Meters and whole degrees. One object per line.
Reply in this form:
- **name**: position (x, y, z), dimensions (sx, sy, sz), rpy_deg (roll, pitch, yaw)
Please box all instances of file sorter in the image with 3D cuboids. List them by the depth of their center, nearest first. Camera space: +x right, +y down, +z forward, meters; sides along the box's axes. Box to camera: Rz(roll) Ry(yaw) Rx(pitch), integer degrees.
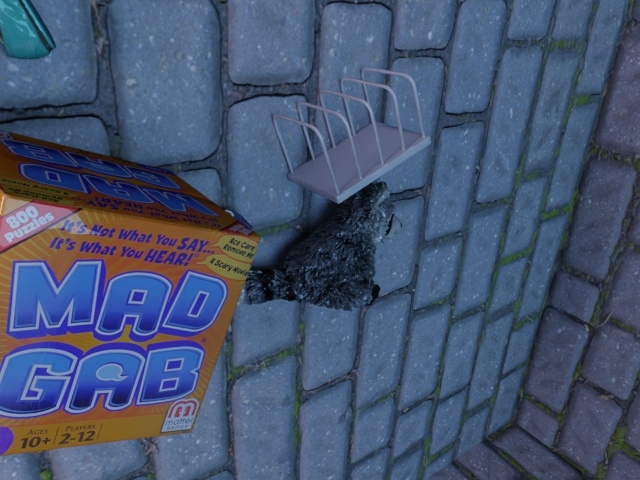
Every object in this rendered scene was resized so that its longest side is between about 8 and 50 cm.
- **file sorter**: position (0.067, -0.244, 1.193), dimensions (0.278, 0.193, 0.173), rpy_deg (-34, 128, -22)

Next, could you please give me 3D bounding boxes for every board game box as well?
- **board game box**: position (-0.381, 0.066, 0.861), dimensions (0.356, 0.356, 0.356), rpy_deg (10, 106, -43)

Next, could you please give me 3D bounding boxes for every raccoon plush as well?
- **raccoon plush**: position (0.000, 0.000, 1.273), dimensions (0.446, 0.216, 0.299), rpy_deg (-6, 109, -38)

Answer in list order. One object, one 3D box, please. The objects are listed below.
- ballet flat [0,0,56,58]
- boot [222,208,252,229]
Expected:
- **ballet flat**: position (-0.463, -0.368, 0.750), dimensions (0.087, 0.083, 0.247), rpy_deg (-23, 125, -12)
- **boot**: position (-0.224, -0.040, 1.150), dimensions (0.086, 0.069, 0.190), rpy_deg (-59, 144, -8)
